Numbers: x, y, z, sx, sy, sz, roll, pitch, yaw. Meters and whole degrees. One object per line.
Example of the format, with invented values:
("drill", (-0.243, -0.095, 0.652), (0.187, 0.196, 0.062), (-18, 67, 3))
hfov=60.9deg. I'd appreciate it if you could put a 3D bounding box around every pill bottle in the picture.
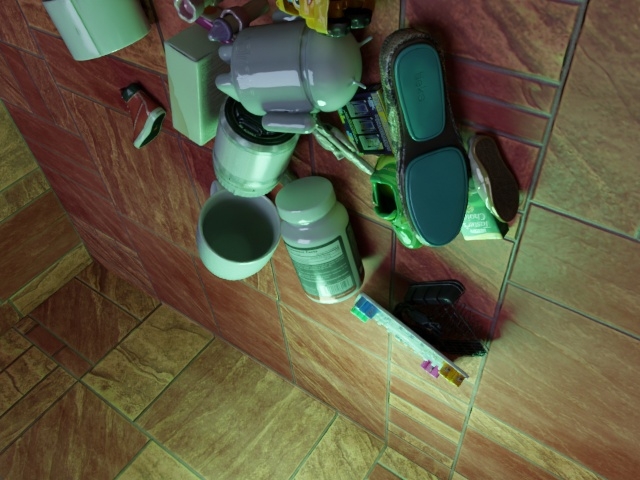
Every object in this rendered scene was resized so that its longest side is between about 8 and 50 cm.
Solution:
("pill bottle", (0.000, 0.000, 1.656), (0.210, 0.210, 0.362), (15, 138, 37))

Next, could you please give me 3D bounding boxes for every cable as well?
("cable", (0.299, 0.255, 1.659), (0.185, 0.047, 0.150), (19, 152, 43))

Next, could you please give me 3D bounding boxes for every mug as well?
("mug", (-0.317, -0.043, 1.941), (0.328, 0.276, 0.373), (128, 125, -65))

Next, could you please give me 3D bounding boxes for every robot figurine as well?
("robot figurine", (-0.059, -0.385, 1.224), (0.354, 0.200, 0.299), (2, 89, 23))

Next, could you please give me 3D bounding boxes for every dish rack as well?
("dish rack", (0.389, 0.246, 1.656), (0.208, 0.074, 0.271), (-10, 123, 54))

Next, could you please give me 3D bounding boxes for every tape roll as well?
("tape roll", (-0.632, -0.644, 1.554), (0.246, 0.246, 0.169), (15, 139, 37))

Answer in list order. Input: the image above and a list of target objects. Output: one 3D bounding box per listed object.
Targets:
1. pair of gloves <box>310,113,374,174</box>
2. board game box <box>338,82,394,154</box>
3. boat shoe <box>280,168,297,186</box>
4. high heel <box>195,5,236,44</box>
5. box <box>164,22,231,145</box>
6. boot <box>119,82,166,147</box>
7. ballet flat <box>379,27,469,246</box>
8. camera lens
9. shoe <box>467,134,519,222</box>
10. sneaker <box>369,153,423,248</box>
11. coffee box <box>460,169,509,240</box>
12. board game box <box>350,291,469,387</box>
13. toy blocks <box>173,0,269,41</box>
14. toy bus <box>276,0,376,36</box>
("pair of gloves", (0.018, -0.257, 1.363), (0.204, 0.042, 0.240), (41, -177, -38))
("board game box", (0.122, -0.292, 1.327), (0.141, 0.048, 0.170), (6, 133, 41))
("boat shoe", (-0.074, -0.164, 1.706), (0.056, 0.048, 0.153), (-34, 110, 34))
("high heel", (-0.259, -0.532, 1.431), (0.244, 0.082, 0.117), (25, 136, 4))
("box", (-0.345, -0.444, 1.570), (0.121, 0.148, 0.311), (34, 146, 14))
("boot", (-0.664, -0.454, 1.968), (0.176, 0.088, 0.244), (45, 140, -4))
("ballet flat", (0.223, -0.224, 1.198), (0.182, 0.164, 0.482), (-106, 0, -61))
("camera lens", (-0.183, -0.274, 1.521), (0.219, 0.219, 0.274), (40, 148, 5))
("shoe", (0.382, -0.139, 1.213), (0.219, 0.077, 0.058), (62, 170, -22))
("sneaker", (0.190, -0.084, 1.423), (0.110, 0.123, 0.295), (10, 140, 42))
("coffee box", (0.367, -0.082, 1.312), (0.113, 0.040, 0.184), (-2, 127, 49))
("board game box", (0.261, 0.317, 1.746), (0.390, 0.050, 0.390), (38, 173, 7))
("toy blocks", (-0.293, -0.618, 1.196), (0.309, 0.260, 0.288), (35, 148, 12))
("toy bus", (-0.015, -0.491, 1.046), (0.212, 0.220, 0.149), (17, 127, 21))
